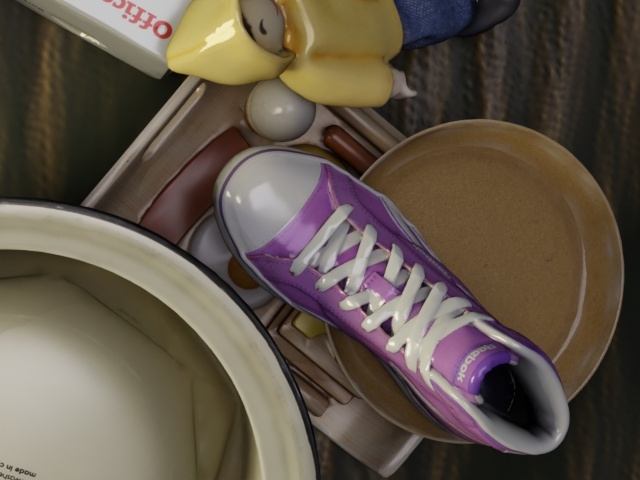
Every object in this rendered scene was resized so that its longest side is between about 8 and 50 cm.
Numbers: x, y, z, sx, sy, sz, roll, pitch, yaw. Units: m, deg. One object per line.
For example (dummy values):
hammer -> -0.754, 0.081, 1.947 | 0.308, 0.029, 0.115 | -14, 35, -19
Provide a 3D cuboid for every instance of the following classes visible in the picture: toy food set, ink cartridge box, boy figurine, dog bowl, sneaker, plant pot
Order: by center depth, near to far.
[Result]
sneaker -> 0.058, 0.039, 1.116 | 0.282, 0.161, 0.102 | 39, 85, -16
dog bowl -> -0.210, 0.156, 1.144 | 0.408, 0.150, 0.407 | -2, 103, -8
boy figurine -> 0.009, -0.177, 1.193 | 0.285, 0.092, 0.177 | -18, 91, -41
ink cartridge box -> -0.125, -0.243, 1.223 | 0.153, 0.087, 0.208 | 28, 85, -10
plant pot -> 0.109, 0.029, 1.231 | 0.236, 0.032, 0.236 | -2, 96, -17
toy food set -> 0.000, 0.000, 1.247 | 0.306, 0.092, 0.219 | 40, 83, -9
